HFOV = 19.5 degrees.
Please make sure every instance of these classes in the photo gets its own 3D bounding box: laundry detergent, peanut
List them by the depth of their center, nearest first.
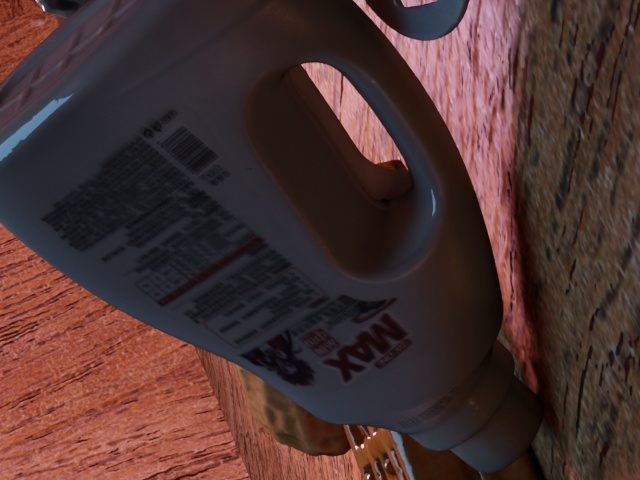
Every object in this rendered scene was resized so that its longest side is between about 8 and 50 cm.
[{"bbox_3d":[0.000,0.000,1.159,0.398,0.264,0.125,41,-147,-21],"label":"laundry detergent"},{"bbox_3d":[-0.024,0.077,1.704,0.159,0.143,0.291,-106,-1,-61],"label":"peanut"}]

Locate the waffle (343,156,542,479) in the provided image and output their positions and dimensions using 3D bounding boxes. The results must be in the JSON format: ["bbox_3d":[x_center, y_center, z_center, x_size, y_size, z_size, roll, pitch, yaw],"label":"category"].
[{"bbox_3d":[0.070,0.115,1.409,0.224,0.098,0.328,123,125,-76],"label":"waffle"}]

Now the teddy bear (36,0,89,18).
[{"bbox_3d":[-0.109,-0.219,1.193,0.236,0.267,0.151,115,142,-59],"label":"teddy bear"}]

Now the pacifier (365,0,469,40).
[{"bbox_3d":[0.026,-0.173,1.006,0.127,0.116,0.150,7,116,52],"label":"pacifier"}]
